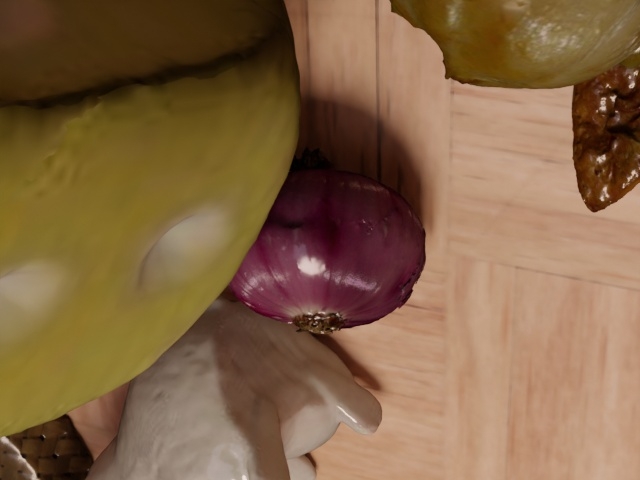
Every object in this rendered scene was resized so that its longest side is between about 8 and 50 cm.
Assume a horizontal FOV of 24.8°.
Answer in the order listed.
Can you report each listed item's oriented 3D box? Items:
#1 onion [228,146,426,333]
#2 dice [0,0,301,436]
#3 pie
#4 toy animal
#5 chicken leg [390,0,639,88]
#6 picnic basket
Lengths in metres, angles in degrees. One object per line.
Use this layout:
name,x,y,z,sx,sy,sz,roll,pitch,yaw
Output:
onion,0.000,0.000,0.785,0.115,0.105,0.115,-6,158,-3
dice,-0.170,-0.060,0.686,0.238,0.233,0.227,46,129,23
pie,0.183,-0.088,0.672,0.191,0.033,0.088,-28,95,40
toy animal,-0.082,0.159,0.904,0.138,0.140,0.282,38,127,9
chicken leg,0.114,-0.247,0.537,0.201,0.153,0.429,18,121,1
picnic basket,-0.243,0.118,1.002,0.110,0.055,0.193,-21,110,35
